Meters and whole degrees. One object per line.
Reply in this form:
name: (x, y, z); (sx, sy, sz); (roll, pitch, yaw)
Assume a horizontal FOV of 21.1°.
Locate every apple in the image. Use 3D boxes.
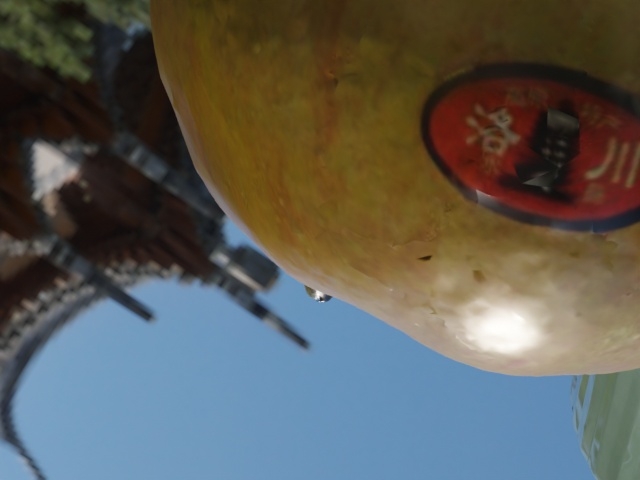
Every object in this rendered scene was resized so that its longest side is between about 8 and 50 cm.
apple: (0.044, -0.050, 0.414); (0.182, 0.182, 0.155); (21, -77, 63)

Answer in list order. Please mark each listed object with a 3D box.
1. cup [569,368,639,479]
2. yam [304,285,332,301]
cup: (0.281, -0.037, 0.984); (0.401, 0.310, 0.392); (59, -23, 33)
yam: (0.000, 0.000, 1.465); (0.129, 0.027, 0.033); (93, -24, -46)
